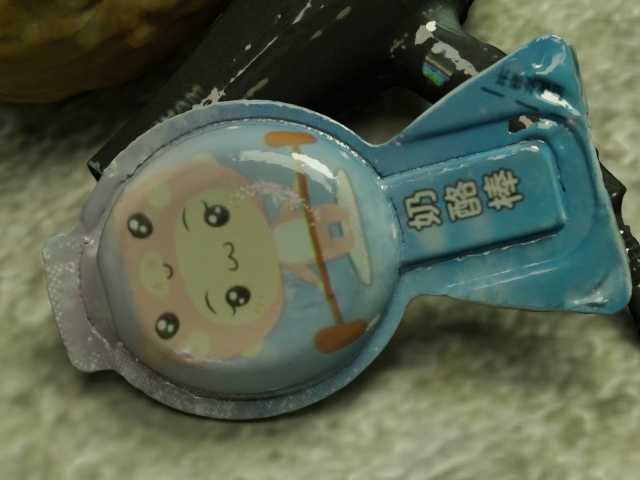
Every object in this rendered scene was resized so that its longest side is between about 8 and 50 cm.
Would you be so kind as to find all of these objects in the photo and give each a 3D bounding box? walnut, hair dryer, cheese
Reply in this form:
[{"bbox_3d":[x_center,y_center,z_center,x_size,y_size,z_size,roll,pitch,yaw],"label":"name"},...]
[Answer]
[{"bbox_3d":[-0.114,-0.152,0.911,0.184,0.155,0.155,-33,56,-14],"label":"walnut"},{"bbox_3d":[0.049,-0.036,0.853,0.235,0.091,0.271,-42,62,-10],"label":"hair dryer"},{"bbox_3d":[0.000,0.000,0.810,0.244,0.052,0.135,-14,93,12],"label":"cheese"}]
